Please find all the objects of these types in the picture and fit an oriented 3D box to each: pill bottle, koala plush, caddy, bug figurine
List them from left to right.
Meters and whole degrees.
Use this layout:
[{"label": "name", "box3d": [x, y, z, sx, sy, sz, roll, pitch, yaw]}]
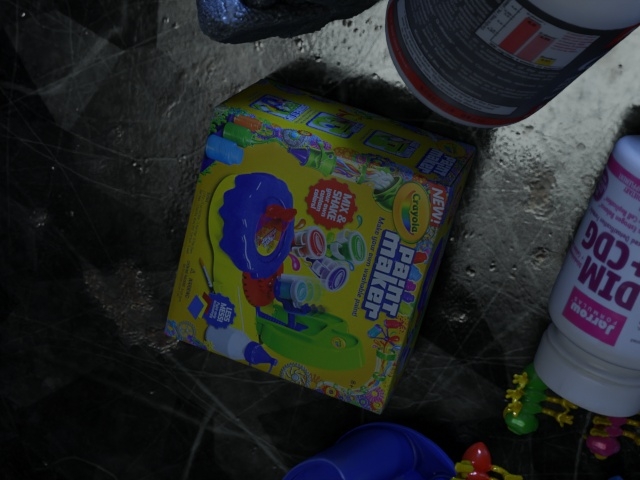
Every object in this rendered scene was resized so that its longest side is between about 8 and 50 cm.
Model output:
[{"label": "koala plush", "box3d": [-0.038, -0.352, 1.341, 0.196, 0.203, 0.221, -25, 81, 42]}, {"label": "caddy", "box3d": [0.056, 0.395, 1.548, 0.241, 0.179, 0.341, 41, 120, 25]}, {"label": "pill bottle", "box3d": [0.216, -0.265, 1.160, 0.210, 0.210, 0.363, 45, 155, -1]}, {"label": "bug figurine", "box3d": [0.278, 0.260, 1.443, 0.279, 0.072, 0.216, 17, 96, -18]}, {"label": "pill bottle", "box3d": [0.348, 0.041, 1.339, 0.160, 0.160, 0.283, 22, 113, 10]}]

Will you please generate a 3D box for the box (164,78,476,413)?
[{"label": "box", "box3d": [0.000, 0.000, 1.431, 0.279, 0.177, 0.290, 19, 113, 10]}]
